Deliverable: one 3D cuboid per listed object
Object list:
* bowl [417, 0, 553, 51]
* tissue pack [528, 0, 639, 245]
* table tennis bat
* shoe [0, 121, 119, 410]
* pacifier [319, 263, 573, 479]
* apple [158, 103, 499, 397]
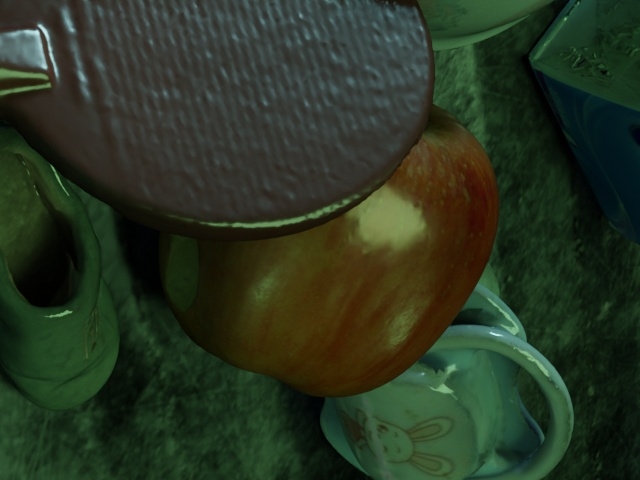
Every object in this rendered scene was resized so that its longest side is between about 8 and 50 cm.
[{"bbox_3d":[0.122,-0.289,1.347,0.345,0.157,0.346,-8,109,-24],"label":"bowl"},{"bbox_3d":[0.331,-0.100,1.728,0.146,0.198,0.263,-49,138,-15],"label":"tissue pack"},{"bbox_3d":[-0.115,-0.119,1.209,0.414,0.268,0.051,-8,160,-23],"label":"table tennis bat"},{"bbox_3d":[-0.187,0.027,1.287,0.103,0.100,0.251,-44,134,-25],"label":"shoe"},{"bbox_3d":[0.107,0.091,1.597,0.226,0.238,0.287,-70,150,-44],"label":"pacifier"},{"bbox_3d":[0.000,0.000,1.374,0.242,0.242,0.241,5,115,-50],"label":"apple"}]
